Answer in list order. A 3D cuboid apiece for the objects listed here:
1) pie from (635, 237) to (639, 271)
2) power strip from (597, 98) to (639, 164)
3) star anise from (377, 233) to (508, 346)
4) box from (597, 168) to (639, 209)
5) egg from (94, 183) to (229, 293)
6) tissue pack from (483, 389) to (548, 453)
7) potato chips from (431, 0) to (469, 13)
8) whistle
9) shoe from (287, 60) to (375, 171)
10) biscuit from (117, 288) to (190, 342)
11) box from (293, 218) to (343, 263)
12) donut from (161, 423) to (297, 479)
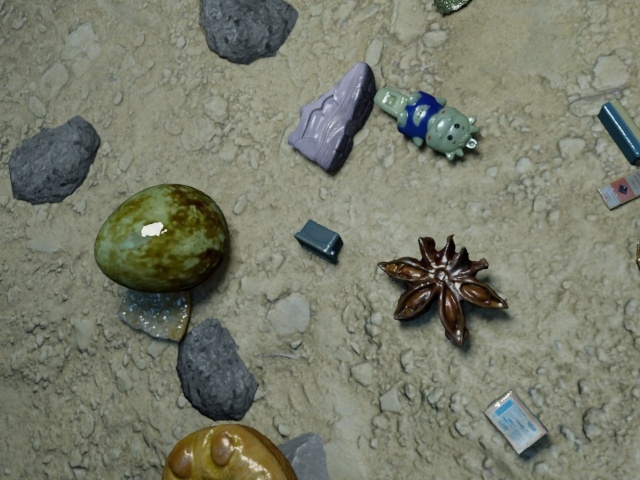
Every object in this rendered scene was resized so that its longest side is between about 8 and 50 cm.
[{"bbox_3d":[0.644,0.015,0.946,0.194,0.079,0.163,-40,81,8],"label":"pie"},{"bbox_3d":[0.568,-0.202,1.018,0.032,0.056,0.123,-28,74,12],"label":"power strip"},{"bbox_3d":[0.237,0.097,1.065,0.214,0.099,0.219,-35,76,25],"label":"star anise"},{"bbox_3d":[0.571,-0.096,1.022,0.083,0.012,0.046,-27,75,12],"label":"box"},{"bbox_3d":[-0.337,0.002,1.176,0.238,0.290,0.238,24,128,35],"label":"egg"},{"bbox_3d":[0.354,0.330,0.999,0.074,0.059,0.094,-40,71,6],"label":"tissue pack"},{"bbox_3d":[0.271,-0.605,1.204,0.202,0.029,0.219,-25,72,11],"label":"potato chips"},{"bbox_3d":[0.215,-0.252,1.128,0.245,0.092,0.110,35,104,20],"label":"whistle"},{"bbox_3d":[0.024,-0.283,1.199,0.138,0.095,0.244,27,97,18],"label":"shoe"},{"bbox_3d":[-0.401,0.135,1.302,0.188,0.040,0.265,-34,71,11],"label":"biscuit"},{"bbox_3d":[0.000,0.000,1.174,0.099,0.074,0.054,29,77,21],"label":"box"},{"bbox_3d":[-0.178,0.529,1.100,0.300,0.150,0.316,-9,79,17],"label":"donut"}]
